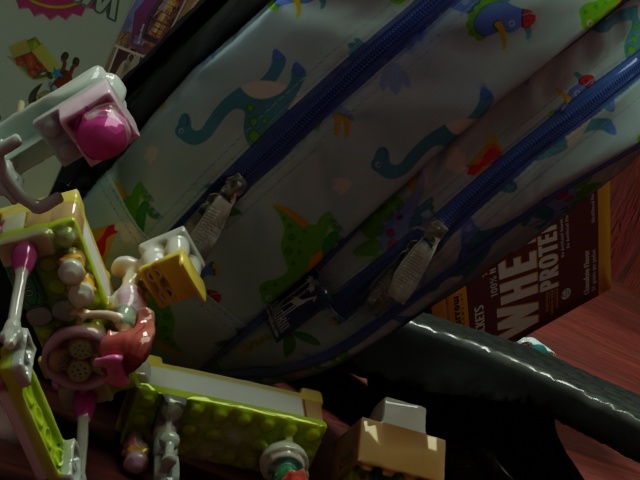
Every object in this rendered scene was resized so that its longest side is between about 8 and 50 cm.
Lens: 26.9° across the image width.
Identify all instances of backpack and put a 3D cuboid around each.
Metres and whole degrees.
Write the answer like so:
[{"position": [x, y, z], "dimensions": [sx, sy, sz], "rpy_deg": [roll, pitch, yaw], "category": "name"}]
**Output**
[{"position": [0.022, -0.069, 0.736], "dimensions": [0.273, 0.355, 0.290], "rpy_deg": [37, 17, 6], "category": "backpack"}]

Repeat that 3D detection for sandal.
[{"position": [0.106, 0.119, 0.892], "dimensions": [0.445, 0.107, 0.167], "rpy_deg": [19, 2, 35], "category": "sandal"}]

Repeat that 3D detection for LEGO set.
[{"position": [-0.059, 0.071, 0.586], "dimensions": [0.287, 0.132, 0.107], "rpy_deg": [49, 15, -28], "category": "LEGO set"}]

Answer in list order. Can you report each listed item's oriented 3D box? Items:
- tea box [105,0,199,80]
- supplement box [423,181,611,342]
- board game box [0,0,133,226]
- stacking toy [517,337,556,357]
[{"position": [-0.264, -0.288, 1.296], "dimensions": [0.323, 0.329, 0.220], "rpy_deg": [33, 9, 22], "category": "tea box"}, {"position": [0.126, -0.008, 1.209], "dimensions": [0.191, 0.129, 0.194], "rpy_deg": [-26, 36, -25], "category": "supplement box"}, {"position": [-0.166, -0.153, 0.701], "dimensions": [0.097, 0.303, 0.224], "rpy_deg": [25, -9, -27], "category": "board game box"}, {"position": [0.176, 0.103, 1.310], "dimensions": [0.221, 0.052, 0.167], "rpy_deg": [24, 10, -32], "category": "stacking toy"}]
